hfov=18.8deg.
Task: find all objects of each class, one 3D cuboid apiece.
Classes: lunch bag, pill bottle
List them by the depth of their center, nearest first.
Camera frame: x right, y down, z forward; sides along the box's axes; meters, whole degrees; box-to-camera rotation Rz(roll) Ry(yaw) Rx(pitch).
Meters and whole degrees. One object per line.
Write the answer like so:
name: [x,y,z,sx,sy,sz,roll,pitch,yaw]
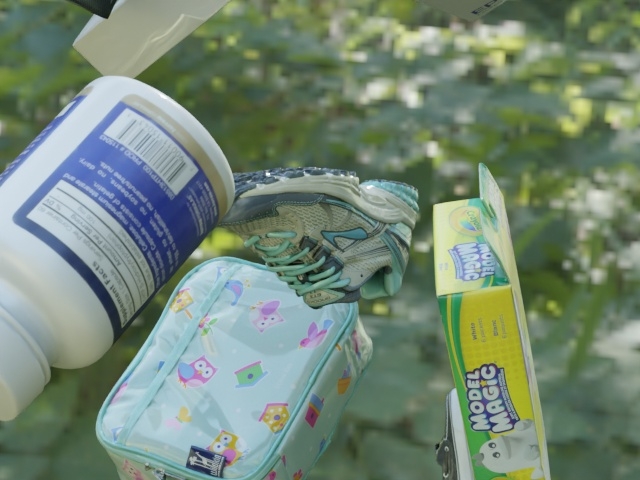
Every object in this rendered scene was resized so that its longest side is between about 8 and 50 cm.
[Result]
pill bottle: [-0.144,0.006,1.090,0.112,0.112,0.186,8,49,46]
lunch bag: [-0.095,0.154,2.005,0.224,0.279,0.108,17,-33,25]

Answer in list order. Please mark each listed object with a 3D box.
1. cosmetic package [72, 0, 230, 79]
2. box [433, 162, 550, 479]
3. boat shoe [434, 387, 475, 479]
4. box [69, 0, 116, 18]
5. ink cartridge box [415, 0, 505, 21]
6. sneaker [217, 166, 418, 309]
cosmetic package: [-0.093,-0.223,1.553,0.239,0.060,0.099,-34,22,35]
box: [0.090,0.058,1.020,0.043,0.179,0.105,-8,27,6]
boat shoe: [0.134,0.219,1.939,0.040,0.142,0.049,-6,-4,18]
box: [-0.256,-0.236,1.410,0.183,0.059,0.233,25,4,11]
ink cartridge box: [0.240,-0.372,2.200,0.324,0.071,0.330,-31,-11,20]
sneaker: [0.000,0.000,1.740,0.110,0.122,0.283,-2,-5,37]
